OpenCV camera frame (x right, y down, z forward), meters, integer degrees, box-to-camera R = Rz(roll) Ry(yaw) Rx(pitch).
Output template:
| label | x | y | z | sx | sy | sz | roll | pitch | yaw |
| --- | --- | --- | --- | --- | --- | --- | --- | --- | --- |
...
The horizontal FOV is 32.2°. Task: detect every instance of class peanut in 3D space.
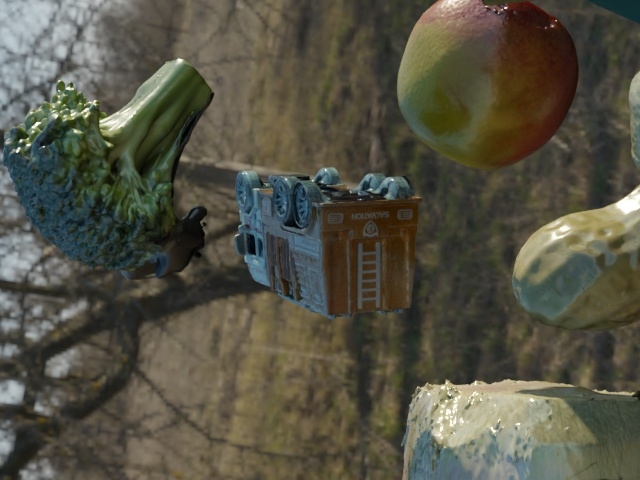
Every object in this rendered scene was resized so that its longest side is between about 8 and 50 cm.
| label | x | y | z | sx | sy | sz | roll | pitch | yaw |
| --- | --- | --- | --- | --- | --- | --- | --- | --- | --- |
| peanut | 0.327 | 0.002 | 1.089 | 0.130 | 0.290 | 0.130 | 63 | -179 | -1 |

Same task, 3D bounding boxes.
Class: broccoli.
| label | x | y | z | sx | sy | sz | roll | pitch | yaw |
| --- | --- | --- | --- | --- | --- | --- | --- | --- | --- |
| broccoli | -0.204 | -0.082 | 1.201 | 0.243 | 0.247 | 0.263 | -54 | -5 | -13 |

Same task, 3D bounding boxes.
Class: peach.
| label | x | y | z | sx | sy | sz | roll | pitch | yaw |
| --- | --- | --- | --- | --- | --- | --- | --- | --- | --- |
| peach | 0.212 | -0.209 | 1.419 | 0.231 | 0.231 | 0.231 | -171 | 90 | -81 |

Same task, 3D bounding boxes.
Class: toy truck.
| label | x | y | z | sx | sy | sz | roll | pitch | yaw |
| --- | --- | --- | --- | --- | --- | --- | --- | --- | --- |
| toy truck | 0.000 | 0.000 | 1.323 | 0.305 | 0.136 | 0.162 | -163 | 71 | -67 |

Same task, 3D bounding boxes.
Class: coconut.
| label | x | y | z | sx | sy | sz | roll | pitch | yaw |
| --- | --- | --- | --- | --- | --- | --- | --- | --- | --- |
| coconut | 0.285 | 0.352 | 1.334 | 0.404 | 0.404 | 0.404 | -171 | 90 | -81 |

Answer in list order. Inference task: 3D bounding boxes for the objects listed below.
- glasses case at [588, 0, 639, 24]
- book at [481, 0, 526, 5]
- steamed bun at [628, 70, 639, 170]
| label | x | y | z | sx | sy | sz | roll | pitch | yaw |
| --- | --- | --- | --- | --- | --- | --- | --- | --- | --- |
| glasses case | 0.433 | -0.399 | 1.620 | 0.117 | 0.301 | 0.070 | -32 | 56 | 45 |
| book | 0.164 | -0.282 | 0.916 | 0.231 | 0.161 | 0.026 | 44 | -125 | -49 |
| steamed bun | 0.747 | -0.235 | 2.048 | 0.325 | 0.372 | 0.230 | 59 | -162 | -14 |
